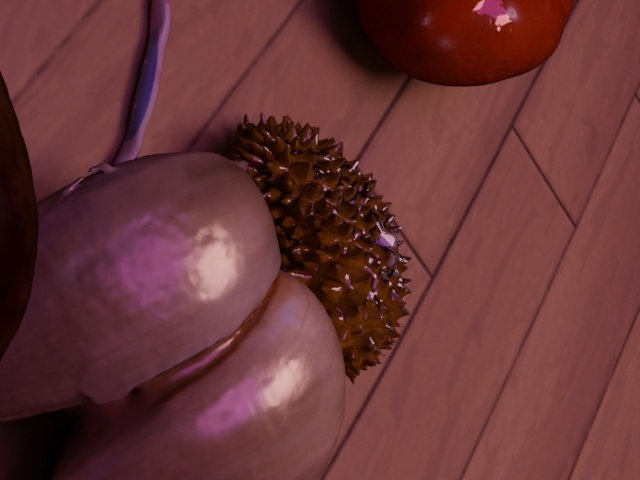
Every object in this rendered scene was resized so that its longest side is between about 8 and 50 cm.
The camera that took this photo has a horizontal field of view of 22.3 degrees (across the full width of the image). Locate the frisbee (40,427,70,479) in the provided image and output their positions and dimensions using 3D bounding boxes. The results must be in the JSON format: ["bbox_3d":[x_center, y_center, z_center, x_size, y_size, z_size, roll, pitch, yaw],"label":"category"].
[{"bbox_3d":[-0.122,0.235,1.232,0.251,0.021,0.251,18,65,-46],"label":"frisbee"}]

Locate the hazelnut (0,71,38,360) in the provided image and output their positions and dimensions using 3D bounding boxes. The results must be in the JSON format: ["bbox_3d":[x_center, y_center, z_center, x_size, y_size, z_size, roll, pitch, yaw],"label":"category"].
[{"bbox_3d":[-0.345,-0.034,0.778,0.421,0.353,0.421,21,25,-10],"label":"hazelnut"}]

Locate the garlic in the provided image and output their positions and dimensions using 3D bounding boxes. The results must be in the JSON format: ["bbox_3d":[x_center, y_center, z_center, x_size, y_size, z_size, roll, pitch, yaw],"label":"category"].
[{"bbox_3d":[-0.119,0.069,1.158,0.313,0.249,0.286,-37,130,-59],"label":"garlic"}]

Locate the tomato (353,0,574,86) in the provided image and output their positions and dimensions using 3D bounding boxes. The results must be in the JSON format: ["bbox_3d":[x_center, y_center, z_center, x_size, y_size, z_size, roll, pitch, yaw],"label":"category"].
[{"bbox_3d":[0.128,-0.267,1.561,0.260,0.180,0.260,19,63,-42],"label":"tomato"}]

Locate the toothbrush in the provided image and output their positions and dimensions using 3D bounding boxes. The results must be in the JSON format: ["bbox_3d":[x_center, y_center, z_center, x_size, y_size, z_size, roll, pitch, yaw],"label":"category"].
[{"bbox_3d":[-0.137,-0.167,1.344,0.027,0.021,0.269,30,57,-34],"label":"toothbrush"}]

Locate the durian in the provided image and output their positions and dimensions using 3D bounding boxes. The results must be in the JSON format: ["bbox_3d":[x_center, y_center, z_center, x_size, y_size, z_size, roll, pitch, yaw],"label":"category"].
[{"bbox_3d":[0.004,-0.003,1.364,0.183,0.138,0.250,-12,80,-48],"label":"durian"}]
